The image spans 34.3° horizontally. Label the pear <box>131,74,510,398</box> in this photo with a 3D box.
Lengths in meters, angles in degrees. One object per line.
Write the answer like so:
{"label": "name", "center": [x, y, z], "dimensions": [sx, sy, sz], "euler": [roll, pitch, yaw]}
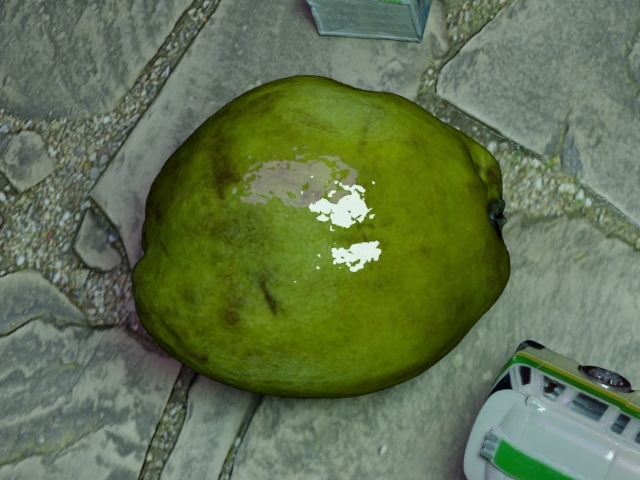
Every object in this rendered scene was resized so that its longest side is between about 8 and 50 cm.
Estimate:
{"label": "pear", "center": [0.000, 0.000, 1.142], "dimensions": [0.413, 0.352, 0.352], "euler": [-7, 59, -8]}

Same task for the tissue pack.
{"label": "tissue pack", "center": [0.083, -0.414, 1.462], "dimensions": [0.159, 0.145, 0.229], "euler": [8, 64, 17]}

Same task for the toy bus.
{"label": "toy bus", "center": [0.288, 0.228, 1.005], "dimensions": [0.305, 0.179, 0.143], "euler": [25, 108, 25]}
